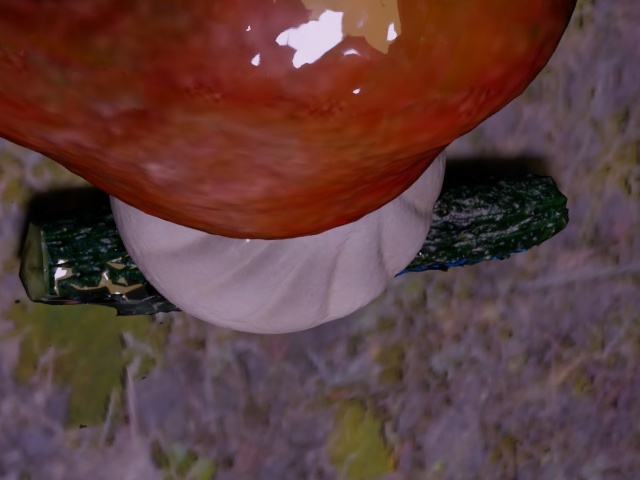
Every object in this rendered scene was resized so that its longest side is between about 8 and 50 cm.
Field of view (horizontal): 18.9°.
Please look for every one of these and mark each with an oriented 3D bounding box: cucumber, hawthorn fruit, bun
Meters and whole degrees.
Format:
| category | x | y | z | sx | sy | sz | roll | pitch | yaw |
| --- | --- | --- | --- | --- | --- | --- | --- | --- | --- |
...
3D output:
| category | x | y | z | sx | sy | sz | roll | pitch | yaw |
| --- | --- | --- | --- | --- | --- | --- | --- | --- | --- |
| cucumber | 0.000 | -0.001 | 0.809 | 0.257 | 0.044 | 0.043 | -6 | 153 | -26 |
| hawthorn fruit | -0.048 | -0.114 | 0.579 | 0.261 | 0.224 | 0.224 | 7 | 124 | -18 |
| bun | -0.008 | -0.026 | 0.724 | 0.138 | 0.094 | 0.138 | -6 | 106 | -21 |
